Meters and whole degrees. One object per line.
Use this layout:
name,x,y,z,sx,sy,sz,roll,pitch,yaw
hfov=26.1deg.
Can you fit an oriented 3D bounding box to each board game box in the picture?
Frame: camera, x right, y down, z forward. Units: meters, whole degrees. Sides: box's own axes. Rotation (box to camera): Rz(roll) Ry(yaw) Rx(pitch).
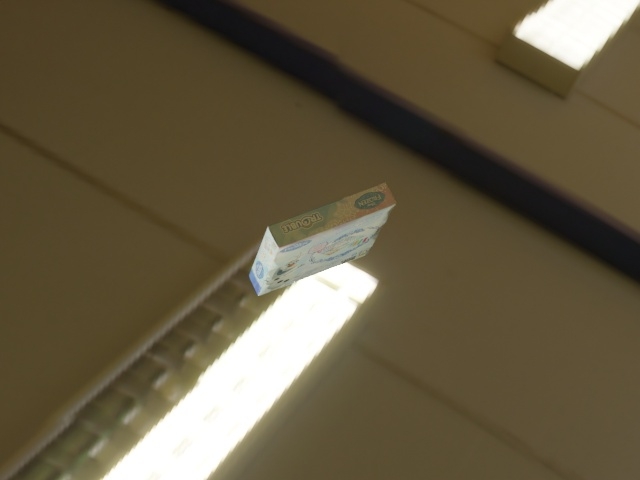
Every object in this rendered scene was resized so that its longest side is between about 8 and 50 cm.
board game box,0.000,0.000,0.953,0.090,0.090,0.020,-21,-107,-20
